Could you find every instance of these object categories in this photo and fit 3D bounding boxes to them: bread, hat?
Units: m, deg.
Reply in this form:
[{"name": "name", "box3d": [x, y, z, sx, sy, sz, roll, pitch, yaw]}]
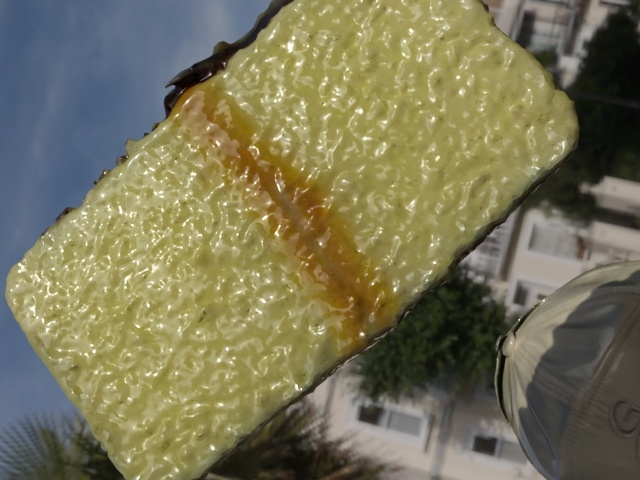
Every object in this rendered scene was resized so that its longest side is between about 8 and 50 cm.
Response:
[{"name": "bread", "box3d": [0.000, 0.000, 0.499, 0.266, 0.142, 0.178, -42, -43, 7]}, {"name": "hat", "box3d": [0.237, 0.139, 0.731, 0.226, 0.164, 0.220, -123, 46, -63]}]
